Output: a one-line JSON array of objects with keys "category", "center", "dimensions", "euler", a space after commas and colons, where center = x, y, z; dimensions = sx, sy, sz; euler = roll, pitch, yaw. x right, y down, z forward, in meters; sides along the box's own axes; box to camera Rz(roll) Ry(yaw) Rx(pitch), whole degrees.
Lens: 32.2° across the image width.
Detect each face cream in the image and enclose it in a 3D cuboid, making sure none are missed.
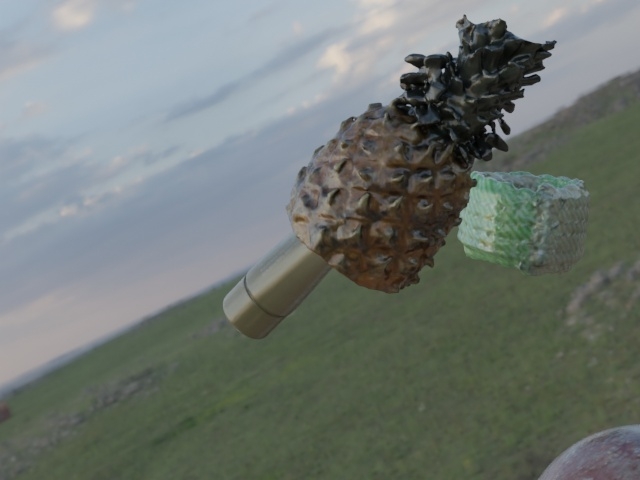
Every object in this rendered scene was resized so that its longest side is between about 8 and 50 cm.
[{"category": "face cream", "center": [0.000, 0.000, 1.500], "dimensions": [0.341, 0.084, 0.137], "euler": [-46, 16, 25]}]

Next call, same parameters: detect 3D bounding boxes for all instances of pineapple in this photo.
[{"category": "pineapple", "center": [0.095, -0.091, 1.007], "dimensions": [0.279, 0.158, 0.158], "euler": [-53, -7, 14]}]

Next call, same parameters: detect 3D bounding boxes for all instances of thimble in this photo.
[{"category": "thimble", "center": [0.333, -0.031, 1.813], "dimensions": [0.219, 0.150, 0.219], "euler": [4, 10, -1]}]

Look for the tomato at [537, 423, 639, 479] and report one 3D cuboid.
[{"category": "tomato", "center": [0.359, 0.351, 1.180], "dimensions": [0.282, 0.317, 0.316], "euler": [-44, 0, 2]}]
